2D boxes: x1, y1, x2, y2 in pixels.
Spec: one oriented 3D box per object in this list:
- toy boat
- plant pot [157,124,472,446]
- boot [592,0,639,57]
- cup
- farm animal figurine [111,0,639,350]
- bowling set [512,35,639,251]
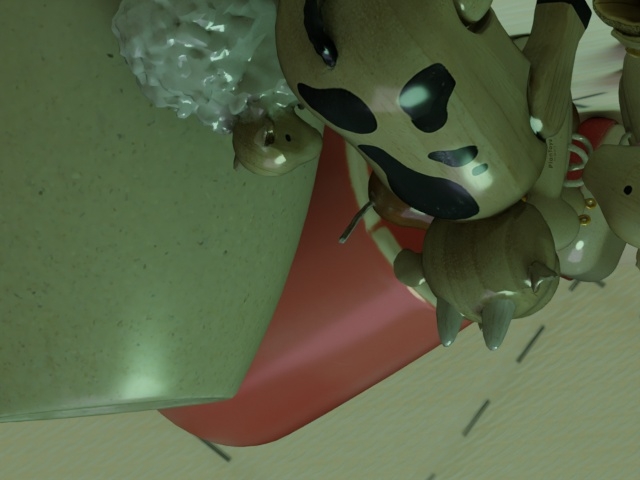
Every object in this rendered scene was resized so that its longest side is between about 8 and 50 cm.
[{"bbox_3d":[0.226,-0.048,1.412,0.151,0.151,0.231,24,-178,19],"label":"toy boat"},{"bbox_3d":[0.000,0.000,1.134,0.243,0.275,0.275,-25,162,38],"label":"plant pot"},{"bbox_3d":[0.228,-0.129,0.840,0.203,0.095,0.262,-2,170,-29],"label":"boot"},{"bbox_3d":[-0.147,-0.012,0.911,0.331,0.237,0.331,-5,173,-1],"label":"cup"},{"bbox_3d":[0.098,-0.045,0.697,0.326,0.172,0.330,35,148,-31],"label":"farm animal figurine"},{"bbox_3d":[0.233,-0.061,1.136,0.287,0.154,0.200,-3,172,-16],"label":"bowling set"}]
